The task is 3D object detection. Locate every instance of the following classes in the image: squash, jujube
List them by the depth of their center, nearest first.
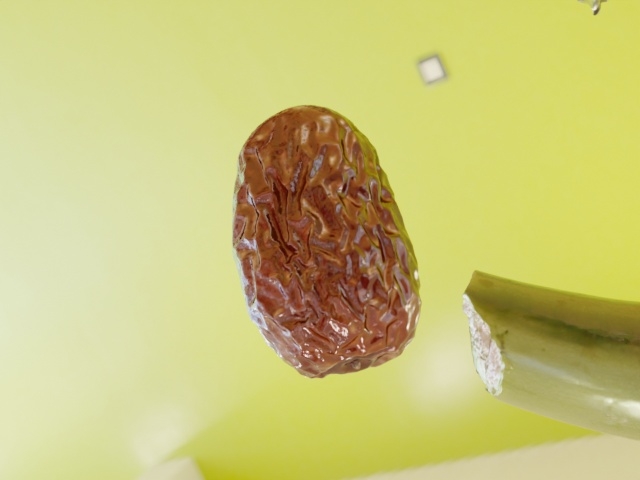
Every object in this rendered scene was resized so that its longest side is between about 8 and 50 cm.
[{"bbox_3d":[0.195,0.064,0.716,0.250,0.083,0.083,5,-164,7],"label":"squash"},{"bbox_3d":[0.000,0.000,0.909,0.109,0.176,0.112,-22,161,16],"label":"jujube"}]

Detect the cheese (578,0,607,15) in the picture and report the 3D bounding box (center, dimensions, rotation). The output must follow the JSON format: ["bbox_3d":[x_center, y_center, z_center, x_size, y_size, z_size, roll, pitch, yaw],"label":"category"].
[{"bbox_3d":[0.121,-0.190,0.481,0.091,0.202,0.175,-6,173,-1],"label":"cheese"}]
